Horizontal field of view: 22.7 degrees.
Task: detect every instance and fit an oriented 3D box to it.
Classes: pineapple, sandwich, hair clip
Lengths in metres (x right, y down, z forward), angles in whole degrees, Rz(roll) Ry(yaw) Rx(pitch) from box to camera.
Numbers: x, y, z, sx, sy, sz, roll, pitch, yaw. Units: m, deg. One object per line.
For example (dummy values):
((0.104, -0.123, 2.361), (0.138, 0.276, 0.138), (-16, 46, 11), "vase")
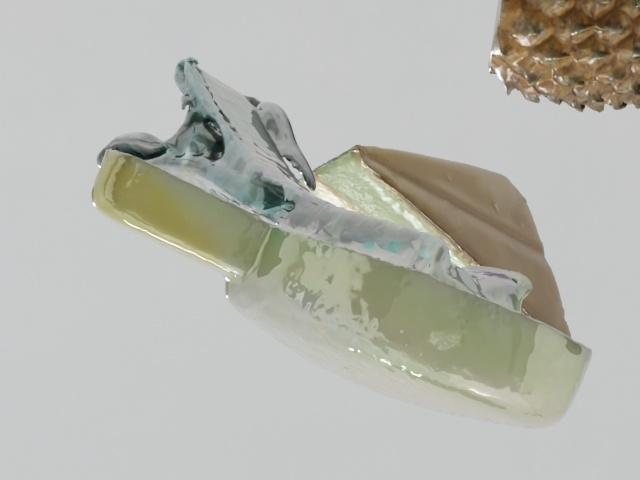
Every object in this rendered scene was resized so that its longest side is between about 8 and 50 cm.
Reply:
((0.232, -0.108, 0.854), (0.277, 0.130, 0.119), (14, -122, 3), "pineapple")
((0.060, 0.029, 1.055), (0.117, 0.187, 0.144), (-28, -112, 36), "sandwich")
((-0.003, 0.001, 0.544), (0.218, 0.159, 0.071), (32, -85, 44), "hair clip")
